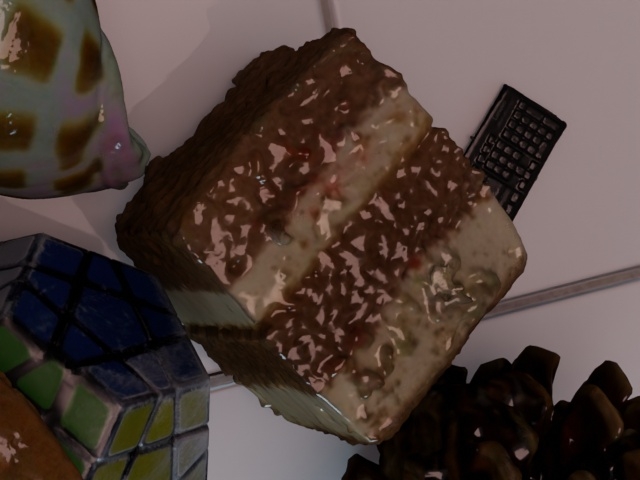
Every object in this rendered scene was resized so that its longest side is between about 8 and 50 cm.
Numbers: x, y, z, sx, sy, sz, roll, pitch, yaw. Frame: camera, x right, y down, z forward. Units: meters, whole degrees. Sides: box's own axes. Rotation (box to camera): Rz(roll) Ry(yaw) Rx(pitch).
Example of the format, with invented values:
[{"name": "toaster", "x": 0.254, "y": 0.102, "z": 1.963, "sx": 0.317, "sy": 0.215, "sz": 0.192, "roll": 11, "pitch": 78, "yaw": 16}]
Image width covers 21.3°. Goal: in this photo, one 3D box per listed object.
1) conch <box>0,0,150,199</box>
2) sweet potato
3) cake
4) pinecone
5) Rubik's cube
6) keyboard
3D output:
[{"name": "conch", "x": -0.304, "y": -0.180, "z": 1.424, "sx": 0.197, "sy": 0.249, "sz": 0.368, "roll": -30, "pitch": 77, "yaw": -41}, {"name": "sweet potato", "x": -0.314, "y": 0.096, "z": 1.265, "sx": 0.354, "sy": 0.106, "sz": 0.095, "roll": 31, "pitch": 43, "yaw": 11}, {"name": "cake", "x": 0.000, "y": 0.000, "z": 1.501, "sx": 0.290, "sy": 0.282, "sz": 0.256, "roll": 44, "pitch": 76, "yaw": -13}, {"name": "pinecone", "x": 0.157, "y": 0.302, "z": 1.539, "sx": 0.397, "sy": 0.398, "sz": 0.398, "roll": -2, "pitch": 98, "yaw": -17}, {"name": "Rubik's cube", "x": -0.245, "y": 0.151, "z": 1.441, "sx": 0.319, "sy": 0.319, "sz": 0.264, "roll": 31, "pitch": 119, "yaw": -18}, {"name": "keyboard", "x": 0.152, "y": -0.030, "z": 1.691, "sx": 0.087, "sy": 0.017, "sz": 0.250, "roll": 31, "pitch": 88, "yaw": -20}]
